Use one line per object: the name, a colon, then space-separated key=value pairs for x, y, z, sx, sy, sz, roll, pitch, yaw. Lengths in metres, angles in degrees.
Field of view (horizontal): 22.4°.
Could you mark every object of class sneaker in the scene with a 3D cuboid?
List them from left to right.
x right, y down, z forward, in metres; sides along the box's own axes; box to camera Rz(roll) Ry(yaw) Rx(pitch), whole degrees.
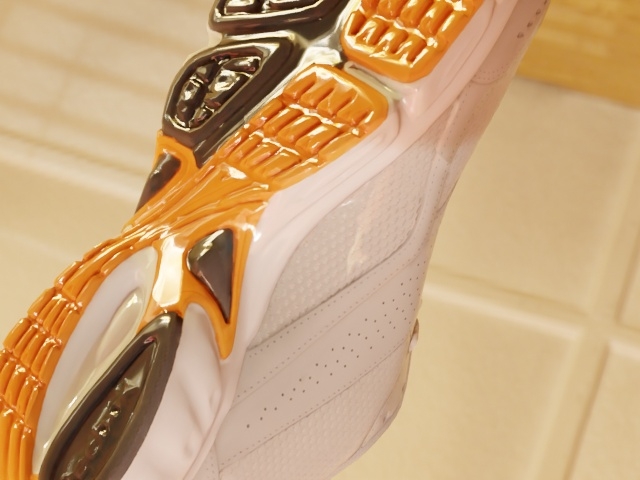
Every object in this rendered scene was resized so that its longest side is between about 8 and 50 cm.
sneaker: x=0.000 y=0.000 z=0.536 sx=0.262 sy=0.121 sz=0.099 roll=-53 pitch=-134 yaw=1
